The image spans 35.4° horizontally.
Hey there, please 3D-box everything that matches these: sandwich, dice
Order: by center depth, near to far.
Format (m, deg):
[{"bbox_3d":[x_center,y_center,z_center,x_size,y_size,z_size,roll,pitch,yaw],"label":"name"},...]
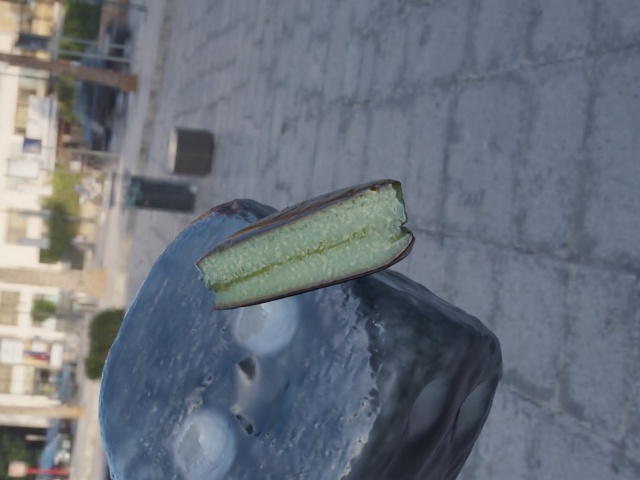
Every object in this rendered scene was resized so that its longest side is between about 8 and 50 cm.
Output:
[{"bbox_3d":[0.000,0.000,0.359,0.044,0.083,0.030,-33,-75,-63],"label":"sandwich"},{"bbox_3d":[-0.009,0.092,0.611,0.183,0.181,0.182,-63,-27,4],"label":"dice"}]
